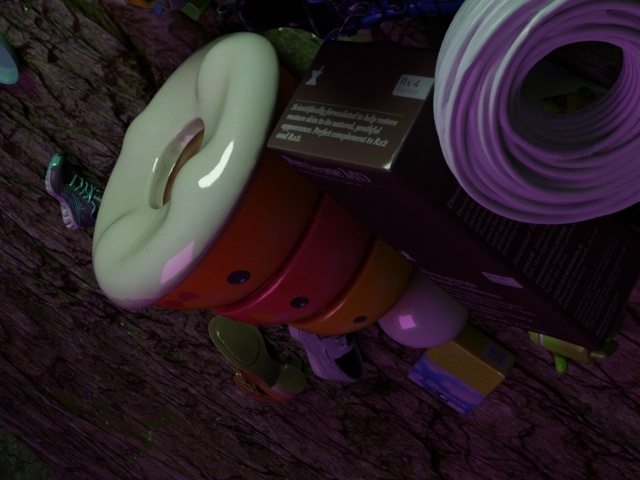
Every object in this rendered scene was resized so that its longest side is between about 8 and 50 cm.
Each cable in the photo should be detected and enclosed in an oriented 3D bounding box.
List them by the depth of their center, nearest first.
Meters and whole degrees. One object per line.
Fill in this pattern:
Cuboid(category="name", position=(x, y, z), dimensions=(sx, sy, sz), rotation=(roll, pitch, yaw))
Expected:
Cuboid(category="cable", position=(0.219, -0.137, 1.186), dimensions=(0.089, 0.257, 0.257), rotation=(-105, -9, -53))

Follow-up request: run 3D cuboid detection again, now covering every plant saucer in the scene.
Cuboid(category="plant saucer", position=(-0.478, -0.277, 1.995), dimensions=(0.119, 0.021, 0.119), rotation=(28, 153, 16))

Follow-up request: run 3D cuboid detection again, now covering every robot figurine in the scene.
Cuboid(category="robot figurine", position=(0.300, 0.106, 1.661), dimensions=(0.115, 0.067, 0.101), rotation=(18, 121, 31))

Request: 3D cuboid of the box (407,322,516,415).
Cuboid(category="box", position=(0.194, 0.176, 1.922), dimensions=(0.109, 0.042, 0.178), rotation=(34, 153, 4))

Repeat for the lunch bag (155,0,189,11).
Cuboid(category="lunch bag", position=(-0.118, -0.389, 1.156), dimensions=(0.212, 0.256, 0.305), rotation=(45, 170, 50))

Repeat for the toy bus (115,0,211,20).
Cuboid(category="toy bus", position=(-0.200, -0.310, 1.528), dimensions=(0.191, 0.104, 0.202), rotation=(42, 153, -13))

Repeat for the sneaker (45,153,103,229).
Cuboid(category="sneaker", position=(-0.378, -0.077, 2.177), dimensions=(0.076, 0.065, 0.166), rotation=(7, 148, 17))

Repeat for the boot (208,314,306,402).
Cuboid(category="boot", position=(-0.123, 0.209, 2.316), dimensions=(0.197, 0.073, 0.152), rotation=(41, 157, -5))

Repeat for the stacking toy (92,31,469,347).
Cuboid(category="stacking toy", position=(0.000, 0.000, 1.667), dimensions=(0.479, 0.351, 0.350), rotation=(28, 158, -26))

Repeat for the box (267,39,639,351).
Cuboid(category="box", position=(0.150, -0.042, 1.400), dimensions=(0.381, 0.143, 0.191), rotation=(39, 165, -37))

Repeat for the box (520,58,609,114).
Cuboid(category="box", position=(0.319, -0.081, 1.343), dimensions=(0.324, 0.063, 0.067), rotation=(29, 155, 13))

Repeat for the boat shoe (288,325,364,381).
Cuboid(category="boat shoe", position=(0.017, 0.140, 2.047), dimensions=(0.081, 0.079, 0.227), rotation=(11, 150, 24))

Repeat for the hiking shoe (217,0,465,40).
Cuboid(category="hiking shoe", position=(0.050, -0.236, 1.328), dimensions=(0.304, 0.132, 0.113), rotation=(9, 143, 42))
